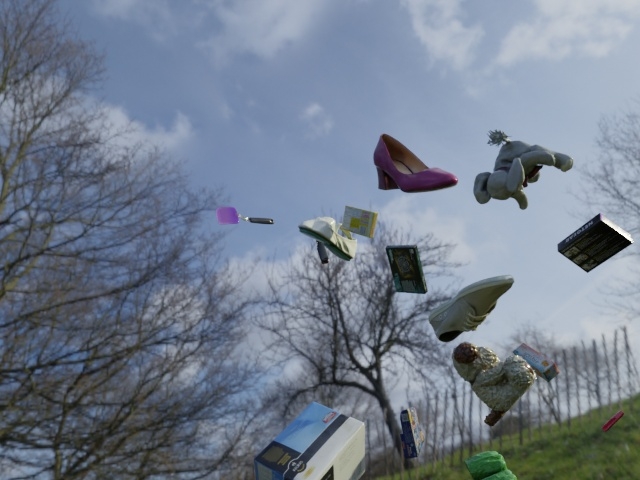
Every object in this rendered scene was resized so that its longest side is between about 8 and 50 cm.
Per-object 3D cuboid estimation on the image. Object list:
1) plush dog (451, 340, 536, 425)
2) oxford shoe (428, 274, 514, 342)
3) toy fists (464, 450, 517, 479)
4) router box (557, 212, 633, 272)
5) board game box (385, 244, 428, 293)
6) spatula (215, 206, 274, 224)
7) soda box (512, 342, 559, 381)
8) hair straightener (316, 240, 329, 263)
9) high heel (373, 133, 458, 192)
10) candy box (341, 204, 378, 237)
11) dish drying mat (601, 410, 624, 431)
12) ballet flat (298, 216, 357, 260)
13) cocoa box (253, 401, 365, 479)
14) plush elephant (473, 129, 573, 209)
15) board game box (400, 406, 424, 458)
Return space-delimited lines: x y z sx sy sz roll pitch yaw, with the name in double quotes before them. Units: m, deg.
"plush dog" 0.488 0.396 1.545 0.210 0.225 0.262 -48 -27 1
"oxford shoe" 0.534 0.244 1.830 0.169 0.130 0.449 0 -29 -23
"toy fists" 0.654 0.898 1.961 0.142 0.096 0.279 -25 7 3
"router box" 0.889 0.011 1.692 0.133 0.046 0.179 35 -48 -6
"board game box" 0.314 0.105 1.901 0.126 0.186 0.026 0 22 42
"spatula" -0.313 -0.094 2.213 0.296 0.084 0.030 7 -34 -46
"soda box" 0.837 0.473 2.026 0.063 0.183 0.058 -36 -69 -6
"hair straightener" 0.000 0.000 2.619 0.047 0.230 0.089 -10 -26 -6
"high heel" 0.272 -0.239 1.566 0.127 0.181 0.377 -9 11 -29
"candy box" 0.157 -0.079 2.139 0.027 0.105 0.206 10 6 -32
"dish drying mat" 0.930 0.575 1.654 0.083 0.008 0.032 -49 -6 6
"ballet flat" 0.041 -0.031 2.289 0.139 0.139 0.400 -22 -32 25
"cocoa box" -0.029 0.767 1.777 0.228 0.231 0.347 12 26 33
"plush elephant" 0.742 -0.242 1.988 0.330 0.255 0.272 26 -11 -15
"board game box" 0.398 0.833 2.273 0.060 0.194 0.194 -16 -19 18
